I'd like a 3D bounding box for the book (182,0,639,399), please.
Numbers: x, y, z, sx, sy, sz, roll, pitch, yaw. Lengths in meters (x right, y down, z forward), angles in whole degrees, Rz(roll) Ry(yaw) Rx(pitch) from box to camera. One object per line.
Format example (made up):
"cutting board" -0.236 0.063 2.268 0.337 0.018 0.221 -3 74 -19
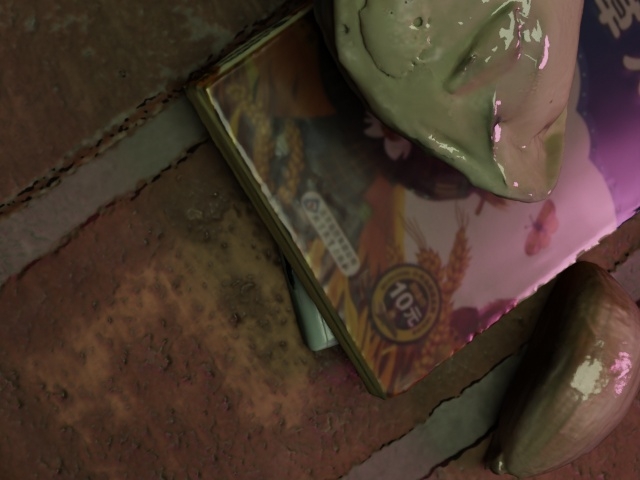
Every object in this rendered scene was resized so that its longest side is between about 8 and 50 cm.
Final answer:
"book" 0.136 -0.113 1.550 0.428 0.039 0.300 -37 106 -18

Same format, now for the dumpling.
"dumpling" 0.106 -0.192 1.450 0.243 0.187 0.318 -43 120 -58

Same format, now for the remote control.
"remote control" 0.000 0.000 1.531 0.065 0.029 0.166 -17 100 -17

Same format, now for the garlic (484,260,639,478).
"garlic" 0.208 0.112 1.577 0.087 0.101 0.195 25 86 -21
